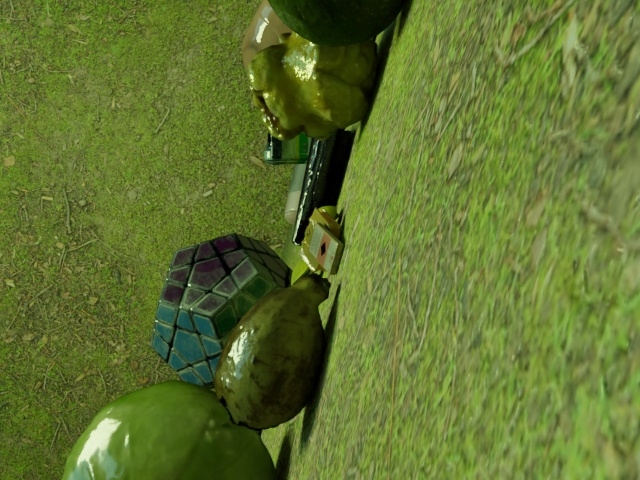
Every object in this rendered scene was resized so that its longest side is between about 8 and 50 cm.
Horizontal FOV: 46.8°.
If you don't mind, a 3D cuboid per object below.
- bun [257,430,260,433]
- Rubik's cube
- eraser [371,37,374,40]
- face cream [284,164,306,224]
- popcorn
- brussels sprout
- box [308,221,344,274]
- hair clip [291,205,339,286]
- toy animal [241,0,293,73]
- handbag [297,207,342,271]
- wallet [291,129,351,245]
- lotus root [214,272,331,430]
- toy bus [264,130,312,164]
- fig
[{"bbox_3d":[-0.179,0.429,1.729,0.138,0.094,0.138,163,90,-71],"label":"bun"},{"bbox_3d":[-0.177,0.141,1.439,0.264,0.319,0.319,-40,-27,-51],"label":"Rubik's cube"},{"bbox_3d":[0.055,-0.398,1.436,0.279,0.081,0.124,-92,17,-73],"label":"eraser"},{"bbox_3d":[-0.038,-0.177,1.954,0.107,0.073,0.269,101,-179,-69],"label":"face cream"},{"bbox_3d":[-0.016,-0.258,1.147,0.226,0.203,0.200,-121,33,-57],"label":"popcorn"},{"bbox_3d":[-0.204,0.356,1.050,0.247,0.328,0.328,56,-137,-62],"label":"brussels sprout"},{"bbox_3d":[0.007,0.011,1.025,0.083,0.012,0.046,45,123,58],"label":"box"},{"bbox_3d":[-0.007,0.009,1.177,0.173,0.046,0.072,111,168,-46],"label":"hair clip"},{"bbox_3d":[-0.072,-0.399,1.458,0.166,0.154,0.250,52,144,24],"label":"toy animal"},{"bbox_3d":[0.000,0.000,1.085,0.061,0.027,0.083,50,131,46],"label":"handbag"},{"bbox_3d":[0.001,-0.101,1.365,0.262,0.071,0.221,-92,12,-86],"label":"wallet"},{"bbox_3d":[-0.055,0.137,0.932,0.138,0.138,0.214,132,163,-80],"label":"lotus root"},{"bbox_3d":[-0.043,-0.232,1.615,0.276,0.164,0.134,-132,42,-85],"label":"toy bus"},{"bbox_3d":[0.003,-0.387,0.952,0.235,0.203,0.203,53,-138,-52],"label":"fig"}]
